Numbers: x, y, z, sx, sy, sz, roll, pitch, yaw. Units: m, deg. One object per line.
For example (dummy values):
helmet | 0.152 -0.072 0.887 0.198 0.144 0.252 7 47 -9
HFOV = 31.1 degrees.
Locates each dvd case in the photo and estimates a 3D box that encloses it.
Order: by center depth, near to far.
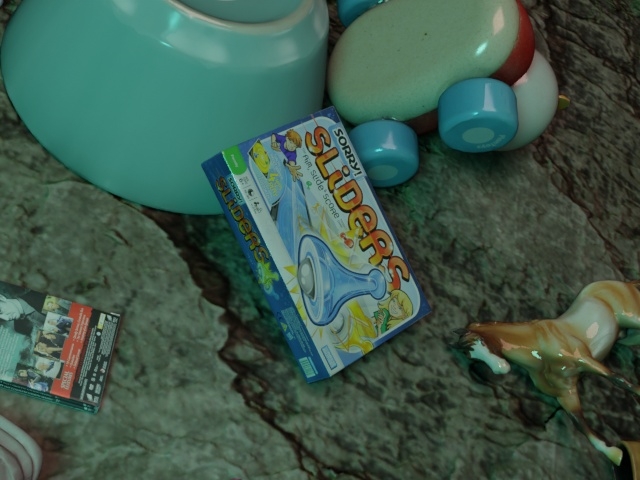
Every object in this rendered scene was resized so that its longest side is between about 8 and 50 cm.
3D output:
dvd case | -0.215 0.075 0.858 0.119 0.013 0.087 19 47 -15

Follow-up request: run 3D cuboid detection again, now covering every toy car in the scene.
toy car | 0.148 -0.150 1.160 0.238 0.210 0.219 28 51 -46

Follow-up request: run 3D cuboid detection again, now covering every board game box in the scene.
board game box | 0.000 0.000 0.969 0.136 0.035 0.201 -28 93 -41

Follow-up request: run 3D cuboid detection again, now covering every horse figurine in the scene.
horse figurine | 0.265 0.094 1.049 0.263 0.066 0.174 -28 49 -32

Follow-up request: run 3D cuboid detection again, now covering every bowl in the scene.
bowl | -0.115 -0.192 1.033 0.311 0.163 0.312 15 48 -18

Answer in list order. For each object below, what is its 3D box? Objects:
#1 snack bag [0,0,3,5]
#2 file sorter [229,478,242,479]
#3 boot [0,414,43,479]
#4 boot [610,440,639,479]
snack bag | -0.456 -0.221 0.927 0.342 0.037 0.323 31 35 -11
file sorter | 0.013 0.244 0.599 0.290 0.182 0.202 2 22 8
boot | -0.308 0.133 0.720 0.258 0.095 0.123 14 5 8
boot | 0.407 0.278 0.964 0.280 0.096 0.264 4 52 -25
